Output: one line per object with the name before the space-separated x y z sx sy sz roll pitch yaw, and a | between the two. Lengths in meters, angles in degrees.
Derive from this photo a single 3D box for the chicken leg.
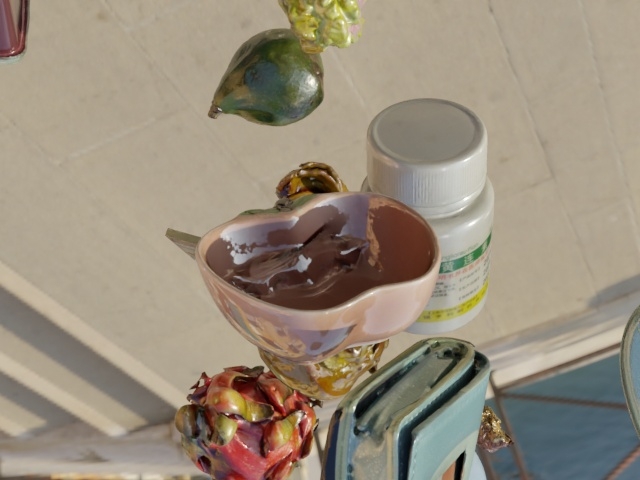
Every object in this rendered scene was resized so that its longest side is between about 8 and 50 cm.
chicken leg | 0.000 0.000 1.336 0.182 0.409 0.295 -5 123 6

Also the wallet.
wallet | 0.054 0.210 0.719 0.176 0.075 0.250 -23 123 -59

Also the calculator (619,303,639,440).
calculator | 0.401 0.177 0.963 0.184 0.295 0.042 -26 180 25

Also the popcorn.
popcorn | 0.009 -0.324 1.383 0.126 0.145 0.125 -17 123 6

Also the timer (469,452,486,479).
timer | 0.154 0.334 1.193 0.175 0.255 0.175 -42 172 -7

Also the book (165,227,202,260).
book | -0.211 0.042 2.089 0.158 0.026 0.231 12 163 21

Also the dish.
dish | 0.002 0.040 0.872 0.213 0.213 0.090 -8 119 -9

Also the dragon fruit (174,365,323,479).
dragon fruit | -0.131 0.307 1.689 0.228 0.243 0.307 14 136 19

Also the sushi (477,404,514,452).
sushi | 0.243 0.277 1.531 0.118 0.061 0.060 37 102 -2

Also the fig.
fig | -0.111 -0.308 1.962 0.245 0.195 0.195 -24 149 -23

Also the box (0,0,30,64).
box | -0.548 -0.410 1.522 0.193 0.294 0.167 -2 137 -13

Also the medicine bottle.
medicine bottle | 0.165 -0.035 1.559 0.208 0.208 0.339 -10 133 -6
